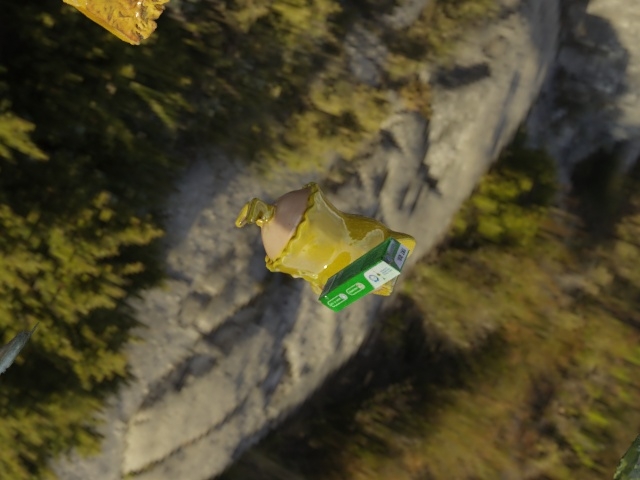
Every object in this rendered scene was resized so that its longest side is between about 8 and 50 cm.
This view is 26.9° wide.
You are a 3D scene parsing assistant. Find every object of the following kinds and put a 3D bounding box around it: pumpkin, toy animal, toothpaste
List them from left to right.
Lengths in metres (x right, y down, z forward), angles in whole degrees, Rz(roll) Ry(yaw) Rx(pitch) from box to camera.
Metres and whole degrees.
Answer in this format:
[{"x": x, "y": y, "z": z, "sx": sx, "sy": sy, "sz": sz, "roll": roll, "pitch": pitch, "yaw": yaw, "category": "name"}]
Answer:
[{"x": -0.165, "y": -0.208, "z": 1.084, "sx": 0.083, "sy": 0.054, "sz": 0.074, "roll": 33, "pitch": 92, "yaw": -46, "category": "pumpkin"}, {"x": 0.002, "y": 0.000, "z": 1.809, "sx": 0.229, "sy": 0.156, "sz": 0.156, "roll": 20, "pitch": 94, "yaw": -17, "category": "toy animal"}, {"x": 0.027, "y": 0.023, "z": 0.861, "sx": 0.017, "sy": 0.083, "sz": 0.020, "roll": 35, "pitch": 56, "yaw": -14, "category": "toothpaste"}]

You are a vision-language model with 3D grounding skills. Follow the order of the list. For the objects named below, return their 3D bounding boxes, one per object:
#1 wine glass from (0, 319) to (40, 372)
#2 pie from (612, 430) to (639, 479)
[{"x": -0.543, "y": 0.100, "z": 1.659, "sx": 0.323, "sy": 0.238, "sz": 0.238, "roll": 37, "pitch": 74, "yaw": -11, "category": "wine glass"}, {"x": 0.378, "y": 0.316, "z": 1.352, "sx": 0.277, "sy": 0.078, "sz": 0.277, "roll": 10, "pitch": 70, "yaw": -30, "category": "pie"}]
